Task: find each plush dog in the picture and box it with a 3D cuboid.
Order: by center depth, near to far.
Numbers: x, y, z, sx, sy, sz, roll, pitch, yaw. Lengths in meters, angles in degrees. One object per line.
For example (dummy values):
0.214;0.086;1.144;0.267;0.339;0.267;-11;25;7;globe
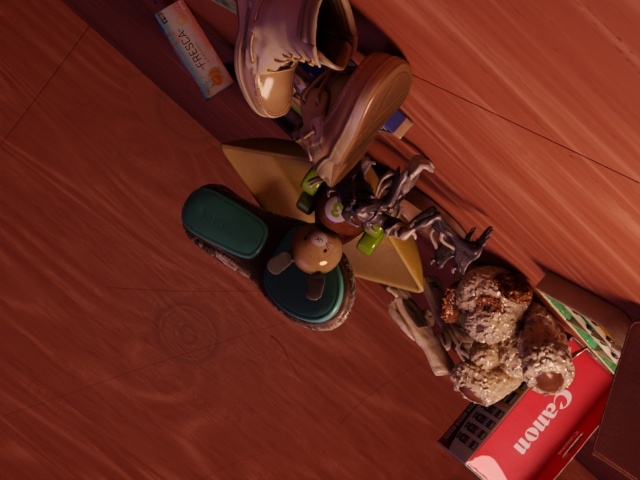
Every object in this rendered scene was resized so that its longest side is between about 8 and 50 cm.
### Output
0.331;0.142;1.968;0.262;0.210;0.225;-20;108;52;plush dog

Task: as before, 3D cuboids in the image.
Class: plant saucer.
0.197;-0.037;1.988;0.198;0.036;0.198;41;176;3;plant saucer
0.021;-0.066;2.034;0.333;0.081;0.333;14;147;44;plant saucer

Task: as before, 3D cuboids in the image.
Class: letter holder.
0.514;0.234;1.410;0.152;0.214;0.302;7;-170;-25;letter holder

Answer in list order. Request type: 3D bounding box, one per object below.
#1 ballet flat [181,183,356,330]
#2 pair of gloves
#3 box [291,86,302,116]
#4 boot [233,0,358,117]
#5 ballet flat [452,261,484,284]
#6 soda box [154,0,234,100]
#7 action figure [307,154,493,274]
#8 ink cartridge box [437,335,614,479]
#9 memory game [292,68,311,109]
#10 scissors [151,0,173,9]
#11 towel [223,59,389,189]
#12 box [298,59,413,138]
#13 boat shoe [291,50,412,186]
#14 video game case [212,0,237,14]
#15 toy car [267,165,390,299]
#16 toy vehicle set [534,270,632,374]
-0.065;0.034;2.068;0.483;0.164;0.182;31;-179;41;ballet flat
0.214;0.163;2.137;0.204;0.042;0.240;57;-154;14;pair of gloves
0.007;-0.212;1.829;0.109;0.042;0.178;41;175;-18;box
-0.029;-0.224;1.342;0.165;0.077;0.213;33;135;42;boot
0.283;0.080;2.154;0.077;0.091;0.241;63;177;14;ballet flat
-0.234;-0.352;2.078;0.183;0.063;0.058;58;173;-5;soda box
0.123;-0.062;1.730;0.276;0.141;0.164;29;180;-9;action figure
0.395;0.327;2.105;0.130;0.309;0.272;41;175;-8;ink cartridge box
-0.007;-0.204;1.697;0.186;0.012;0.186;41;173;6;memory game
-0.361;-0.521;2.098;0.109;0.021;0.297;41;175;36;scissors
-0.029;-0.219;2.113;0.324;0.056;0.312;41;179;-29;towel
0.021;-0.233;1.565;0.225;0.036;0.136;44;175;-22;box
0.022;-0.165;1.432;0.110;0.121;0.341;44;162;3;boat shoe
-0.173;-0.399;1.635;0.212;0.023;0.193;37;174;41;video game case
0.000;0.000;1.845;0.155;0.188;0.149;34;157;8;toy car
0.457;0.161;1.724;0.267;0.035;0.166;44;175;-33;toy vehicle set
